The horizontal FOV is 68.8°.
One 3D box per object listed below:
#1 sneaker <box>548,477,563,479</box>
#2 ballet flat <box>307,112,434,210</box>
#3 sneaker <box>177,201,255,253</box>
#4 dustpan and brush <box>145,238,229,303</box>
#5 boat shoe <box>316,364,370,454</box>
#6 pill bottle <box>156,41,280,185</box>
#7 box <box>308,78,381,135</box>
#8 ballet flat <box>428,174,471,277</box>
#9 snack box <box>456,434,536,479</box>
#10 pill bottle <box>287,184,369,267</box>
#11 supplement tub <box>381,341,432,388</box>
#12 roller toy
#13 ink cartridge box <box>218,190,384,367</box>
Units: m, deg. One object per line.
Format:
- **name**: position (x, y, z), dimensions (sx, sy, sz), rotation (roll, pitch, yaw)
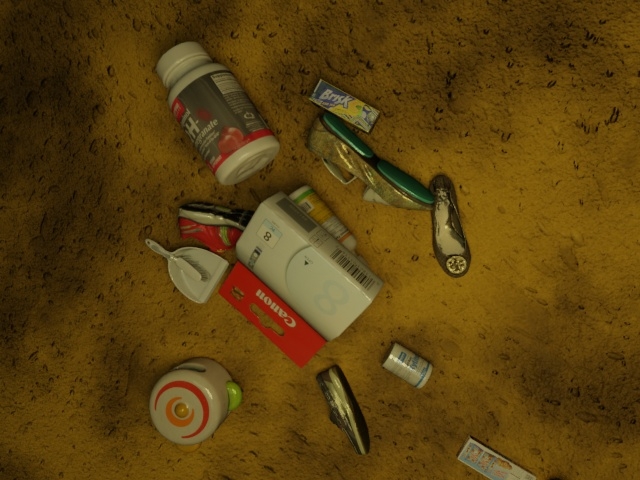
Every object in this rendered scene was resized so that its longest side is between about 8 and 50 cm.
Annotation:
- **sneaker**: position (0.591, 0.690, 1.092), dimensions (0.162, 0.106, 0.281), rotation (7, 105, 4)
- **ballet flat**: position (0.110, -0.161, 1.119), dimensions (0.348, 0.123, 0.123), rotation (39, 98, 5)
- **sneaker**: position (-0.231, -0.018, 1.194), dimensions (0.279, 0.107, 0.118), rotation (15, 114, 11)
- **dustpan and brush**: position (-0.363, 0.057, 1.219), dimensions (0.211, 0.060, 0.147), rotation (36, 106, 11)
- **boat shoe**: position (0.055, 0.427, 1.170), dimensions (0.073, 0.080, 0.224), rotation (-24, 84, 15)
- **pill bottle**: position (-0.252, -0.307, 1.128), dimensions (0.176, 0.176, 0.319), rotation (-35, 87, 9)
- **box**: position (0.059, -0.324, 1.138), dimensions (0.169, 0.054, 0.059), rotation (31, 97, 7)
- **ballet flat**: position (0.304, -0.032, 1.111), dimensions (0.084, 0.058, 0.250), rotation (-9, 92, 10)
- **snack box**: position (0.428, 0.551, 1.141), dimensions (0.178, 0.022, 0.064), rotation (30, 98, 6)
- **pill bottle**: position (0.000, 0.000, 1.123), dimensions (0.136, 0.136, 0.246), rotation (-41, 86, 9)
- **supplement tub**: position (0.211, 0.304, 1.139), dimensions (0.107, 0.071, 0.071), rotation (30, 97, 5)
- **roller toy**: position (-0.328, 0.410, 1.192), dimensions (0.191, 0.146, 0.209), rotation (44, 99, 5)
- **ink cartridge box**: position (-0.083, 0.125, 1.088), dimensions (0.308, 0.091, 0.385), rotation (41, 125, 5)
